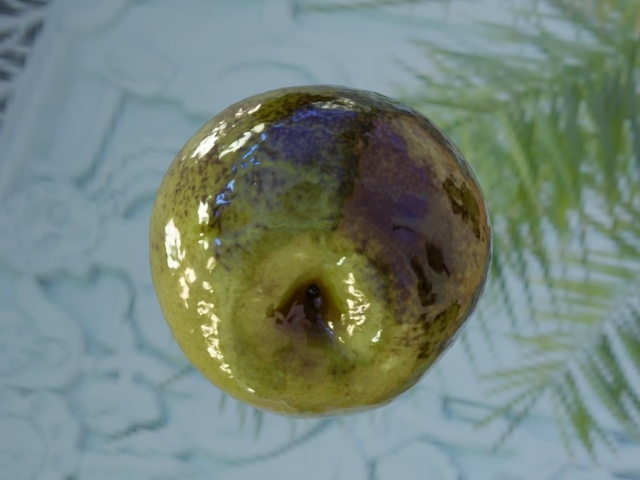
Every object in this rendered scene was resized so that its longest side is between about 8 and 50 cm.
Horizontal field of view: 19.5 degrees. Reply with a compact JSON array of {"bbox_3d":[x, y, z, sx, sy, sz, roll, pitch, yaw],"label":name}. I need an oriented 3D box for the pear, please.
[{"bbox_3d":[0.000,0.000,1.078,0.197,0.197,0.197,11,-90,-77],"label":"pear"}]
